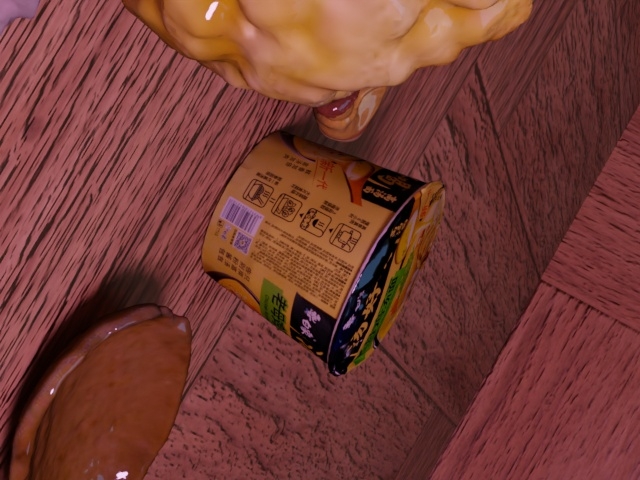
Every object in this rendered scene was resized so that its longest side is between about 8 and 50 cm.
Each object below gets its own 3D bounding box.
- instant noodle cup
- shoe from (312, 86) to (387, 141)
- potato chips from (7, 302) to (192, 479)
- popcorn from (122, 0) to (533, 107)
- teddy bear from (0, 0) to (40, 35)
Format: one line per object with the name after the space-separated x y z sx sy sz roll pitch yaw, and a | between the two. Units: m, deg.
0.000 0.000 1.131 0.151 0.122 0.151 -54 165 -22 | instant noodle cup
0.024 -0.120 1.086 0.109 0.072 0.069 -61 169 -1 | shoe
-0.143 0.116 1.011 0.150 0.049 0.201 -41 157 -43 | potato chips
0.041 -0.175 0.675 0.265 0.332 0.225 -109 -167 -74 | popcorn
-0.169 -0.054 0.288 0.236 0.267 0.151 51 26 -48 | teddy bear
